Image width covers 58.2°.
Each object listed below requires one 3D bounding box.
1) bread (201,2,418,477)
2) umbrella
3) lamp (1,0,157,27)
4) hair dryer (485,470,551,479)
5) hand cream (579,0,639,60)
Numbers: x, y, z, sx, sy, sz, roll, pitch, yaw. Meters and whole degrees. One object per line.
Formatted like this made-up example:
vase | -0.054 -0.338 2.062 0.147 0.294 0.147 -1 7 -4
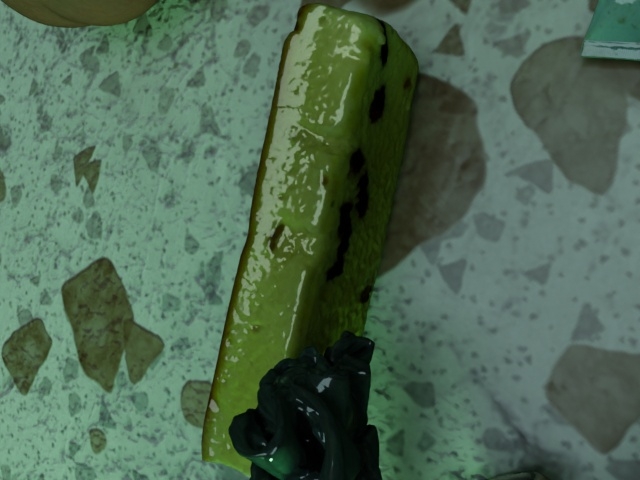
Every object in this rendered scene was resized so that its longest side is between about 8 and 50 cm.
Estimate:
bread | 0.000 0.000 0.471 0.077 0.138 0.361 15 96 26
umbrella | 0.033 0.235 0.411 0.094 0.143 0.349 -3 110 33
lamp | -0.250 -0.367 0.553 0.305 0.239 0.305 0 90 28
hair dryer | 0.126 0.249 0.285 0.107 0.344 0.189 -27 76 11
hand cream | 0.263 -0.276 0.379 0.111 0.070 0.312 13 99 25
